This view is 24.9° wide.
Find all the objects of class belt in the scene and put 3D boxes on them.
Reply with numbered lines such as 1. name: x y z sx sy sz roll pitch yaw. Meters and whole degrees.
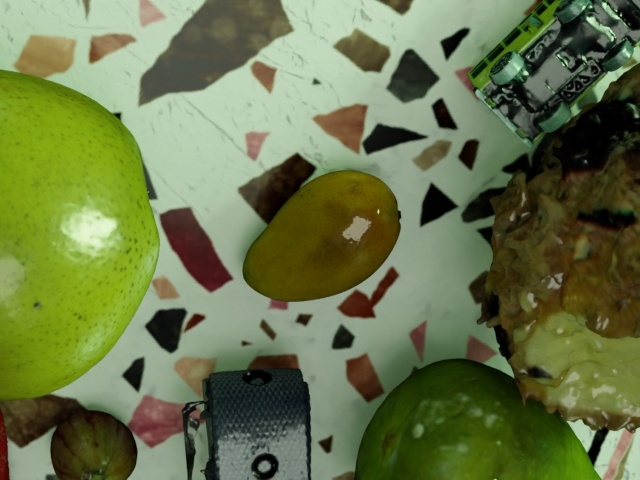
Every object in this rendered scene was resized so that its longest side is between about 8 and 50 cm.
1. belt: -0.073 0.236 1.463 0.126 0.139 0.230 -4 115 -6

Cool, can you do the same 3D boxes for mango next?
1. mango: 0.005 0.002 1.405 0.111 0.089 0.163 37 110 -13

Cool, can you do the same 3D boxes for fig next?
1. fig: -0.220 0.221 1.421 0.089 0.125 0.089 -4 109 -11
2. fig: 0.169 0.264 1.483 0.233 0.233 0.314 -37 121 3

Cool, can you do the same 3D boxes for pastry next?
1. pastry: 0.335 -0.008 1.329 0.292 0.405 0.337 37 60 -33

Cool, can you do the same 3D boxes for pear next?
1. pear: -0.276 -0.007 1.234 0.294 0.294 0.294 -5 114 -12

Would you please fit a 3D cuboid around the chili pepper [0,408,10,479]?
1. chili pepper: -0.337 0.187 1.420 0.059 0.050 0.268 -18 117 -23

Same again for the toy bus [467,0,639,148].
1. toy bus: 0.228 -0.182 1.370 0.175 0.101 0.088 -44 105 11
